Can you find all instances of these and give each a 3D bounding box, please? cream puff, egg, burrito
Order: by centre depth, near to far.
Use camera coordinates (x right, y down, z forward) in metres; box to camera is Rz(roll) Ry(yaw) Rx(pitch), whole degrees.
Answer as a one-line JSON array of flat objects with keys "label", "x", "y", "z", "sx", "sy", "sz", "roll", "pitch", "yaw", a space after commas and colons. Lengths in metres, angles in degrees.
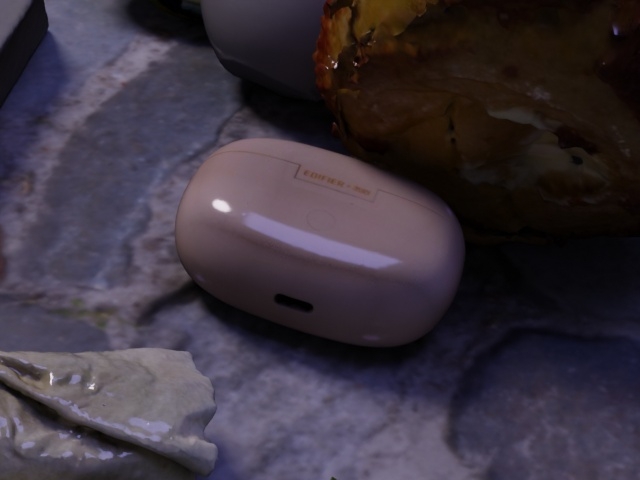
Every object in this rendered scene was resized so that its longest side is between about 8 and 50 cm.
[{"label": "burrito", "x": -0.248, "y": 0.114, "z": 1.030, "sx": 0.392, "sy": 0.076, "sz": 0.117, "roll": -1, "pitch": 41, "yaw": -20}, {"label": "cream puff", "x": 0.165, "y": -0.147, "z": 1.265, "sx": 0.350, "sy": 0.350, "sz": 0.228, "roll": 17, "pitch": 65, "yaw": 3}, {"label": "egg", "x": 0.002, "y": -0.227, "z": 1.419, "sx": 0.176, "sy": 0.176, "sz": 0.232, "roll": 26, "pitch": 83, "yaw": 15}]

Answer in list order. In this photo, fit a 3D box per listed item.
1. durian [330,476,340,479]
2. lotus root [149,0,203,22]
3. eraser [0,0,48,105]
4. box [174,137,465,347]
[{"label": "durian", "x": 0.077, "y": 0.214, "z": 0.987, "sx": 0.215, "sy": 0.100, "sz": 0.086, "roll": 32, "pitch": 44, "yaw": 32}, {"label": "lotus root", "x": -0.124, "y": -0.272, "z": 1.513, "sx": 0.203, "sy": 0.078, "sz": 0.183, "roll": 42, "pitch": 64, "yaw": -13}, {"label": "eraser", "x": -0.294, "y": -0.111, "z": 1.300, "sx": 0.111, "sy": 0.077, "sz": 0.352, "roll": 17, "pitch": 37, "yaw": 0}, {"label": "box", "x": 0.000, "y": 0.000, "z": 1.241, "sx": 0.200, "sy": 0.088, "sz": 0.146, "roll": 18, "pitch": 37, "yaw": 3}]
